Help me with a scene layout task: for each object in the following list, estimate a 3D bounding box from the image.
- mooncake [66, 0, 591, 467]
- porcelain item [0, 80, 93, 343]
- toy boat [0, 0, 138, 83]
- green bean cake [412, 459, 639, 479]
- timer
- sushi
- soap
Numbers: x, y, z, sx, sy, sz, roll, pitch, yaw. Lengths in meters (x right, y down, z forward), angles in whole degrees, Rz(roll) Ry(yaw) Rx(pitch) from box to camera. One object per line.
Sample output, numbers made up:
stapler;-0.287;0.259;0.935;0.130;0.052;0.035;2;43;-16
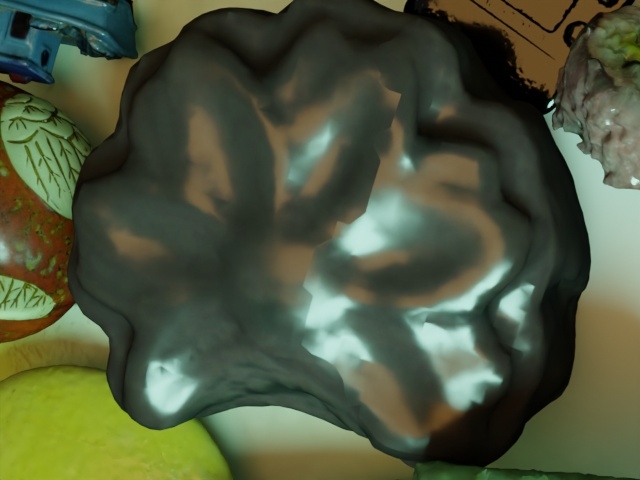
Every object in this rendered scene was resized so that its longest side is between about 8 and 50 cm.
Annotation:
mooncake;0.000;0.000;0.757;0.381;0.212;0.350;-4;94;19
porcelain item;-0.314;-0.025;0.853;0.253;0.253;0.253;1;95;18
toy boat;-0.266;-0.188;0.894;0.223;0.100;0.097;14;84;18
green bean cake;0.167;0.210;0.649;0.223;0.227;0.125;0;76;14
timer;0.168;-0.205;0.776;0.144;0.055;0.187;39;109;10
sushi;0.276;-0.094;0.713;0.161;0.241;0.107;-116;29;-43
soap;-0.226;0.323;0.911;0.306;0.115;0.427;16;99;20
